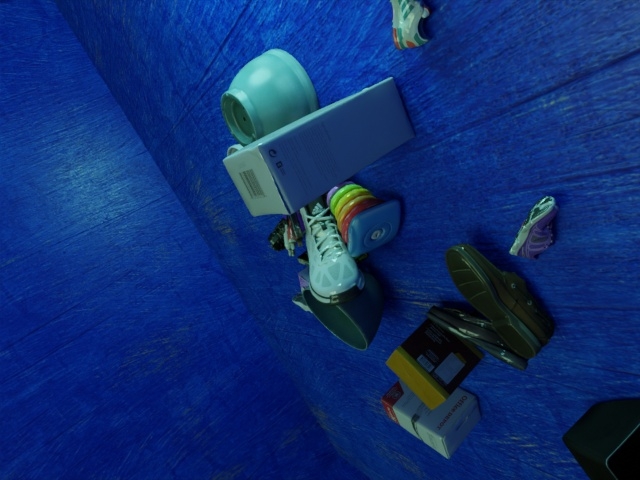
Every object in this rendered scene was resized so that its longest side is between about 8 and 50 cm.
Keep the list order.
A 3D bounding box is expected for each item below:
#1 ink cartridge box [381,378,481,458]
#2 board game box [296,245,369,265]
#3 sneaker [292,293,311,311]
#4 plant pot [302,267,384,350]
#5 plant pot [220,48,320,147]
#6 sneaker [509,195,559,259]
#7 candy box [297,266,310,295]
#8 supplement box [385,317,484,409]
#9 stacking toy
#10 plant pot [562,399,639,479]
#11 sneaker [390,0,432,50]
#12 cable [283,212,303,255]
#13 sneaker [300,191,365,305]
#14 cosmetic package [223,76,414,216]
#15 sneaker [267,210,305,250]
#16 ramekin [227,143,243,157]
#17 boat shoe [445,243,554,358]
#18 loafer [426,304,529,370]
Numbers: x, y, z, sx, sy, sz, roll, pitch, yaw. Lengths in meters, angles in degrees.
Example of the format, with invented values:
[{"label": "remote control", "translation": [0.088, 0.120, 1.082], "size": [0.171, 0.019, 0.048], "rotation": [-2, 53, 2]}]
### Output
[{"label": "ink cartridge box", "translation": [0.384, 0.584, 1.422], "size": [0.273, 0.197, 0.114], "rotation": [15, 134, 53]}, {"label": "board game box", "translation": [0.039, 0.059, 1.456], "size": [0.260, 0.136, 0.030], "rotation": [15, 132, 53]}, {"label": "sneaker", "translation": [-0.077, 0.288, 1.840], "size": [0.152, 0.054, 0.061], "rotation": [20, 140, 51]}, {"label": "plant pot", "translation": [0.108, 0.210, 1.428], "size": [0.290, 0.195, 0.290], "rotation": [37, 156, 20]}, {"label": "plant pot", "translation": [-0.170, -0.390, 1.217], "size": [0.293, 0.196, 0.293], "rotation": [39, 148, 30]}, {"label": "sneaker", "translation": [0.439, -0.021, 0.811], "size": [0.071, 0.068, 0.169], "rotation": [25, 152, 21]}, {"label": "candy box", "translation": [-0.012, 0.234, 1.809], "size": [0.165, 0.070, 0.196], "rotation": [34, 147, 36]}, {"label": "supplement box", "translation": [0.342, 0.360, 1.235], "size": [0.191, 0.194, 0.129], "rotation": [44, 151, 21]}, {"label": "stacking toy", "translation": [0.085, -0.114, 1.203], "size": [0.301, 0.166, 0.175], "rotation": [55, 159, 35]}, {"label": "plant pot", "translation": [0.655, 0.460, 0.874], "size": [0.188, 0.187, 0.167], "rotation": [54, 166, 2]}, {"label": "sneaker", "translation": [0.172, -0.446, 0.764], "size": [0.075, 0.057, 0.161], "rotation": [10, 130, 33]}, {"label": "cable", "translation": [-0.118, -0.090, 1.454], "size": [0.139, 0.072, 0.287], "rotation": [111, 144, -72]}, {"label": "sneaker", "translation": [-0.001, 0.000, 1.262], "size": [0.447, 0.169, 0.257], "rotation": [-110, -1, -65]}, {"label": "cosmetic package", "translation": [0.000, -0.212, 0.934], "size": [0.217, 0.385, 0.156], "rotation": [5, 124, 60]}, {"label": "sneaker", "translation": [-0.137, -0.034, 1.624], "size": [0.102, 0.146, 0.293], "rotation": [49, 153, 12]}, {"label": "ramekin", "translation": [-0.254, -0.287, 1.569], "size": [0.207, 0.109, 0.207], "rotation": [40, 150, 29]}, {"label": "boat shoe", "translation": [0.416, 0.121, 0.952], "size": [0.307, 0.104, 0.111], "rotation": [53, 162, 0]}, {"label": "loafer", "translation": [0.428, 0.237, 1.102], "size": [0.109, 0.095, 0.303], "rotation": [37, 173, -39]}]
